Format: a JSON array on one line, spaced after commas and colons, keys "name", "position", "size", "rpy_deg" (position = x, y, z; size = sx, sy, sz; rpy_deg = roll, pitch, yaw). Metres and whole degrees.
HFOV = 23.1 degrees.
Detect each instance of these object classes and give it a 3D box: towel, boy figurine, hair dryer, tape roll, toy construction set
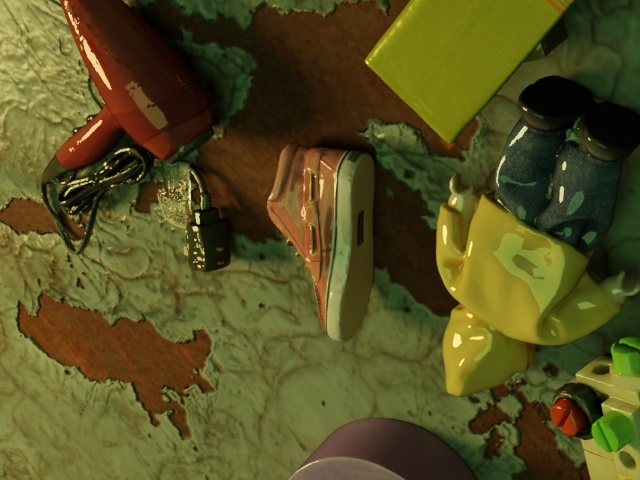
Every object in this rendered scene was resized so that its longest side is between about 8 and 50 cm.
[{"name": "towel", "position": [0.132, -0.186, 1.185], "size": [0.102, 0.021, 0.237], "rpy_deg": [46, 127, 9]}, {"name": "boy figurine", "position": [0.176, 0.017, 1.284], "size": [0.177, 0.092, 0.285], "rpy_deg": [26, 123, 16]}, {"name": "hair dryer", "position": [-0.197, -0.104, 1.439], "size": [0.224, 0.080, 0.293], "rpy_deg": [9, 116, 26]}, {"name": "tape roll", "position": [0.058, 0.268, 1.474], "size": [0.189, 0.080, 0.189], "rpy_deg": [12, 117, 25]}, {"name": "toy construction set", "position": [0.306, 0.189, 1.255], "size": [0.215, 0.151, 0.327], "rpy_deg": [15, 114, 50]}]

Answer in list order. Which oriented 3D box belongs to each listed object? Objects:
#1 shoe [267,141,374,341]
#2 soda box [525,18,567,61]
[{"name": "shoe", "position": [0.000, 0.000, 1.393], "size": [0.081, 0.063, 0.178], "rpy_deg": [12, 113, 25]}, {"name": "soda box", "position": [0.135, -0.228, 1.210], "size": [0.061, 0.058, 0.181], "rpy_deg": [-7, 109, 31]}]
